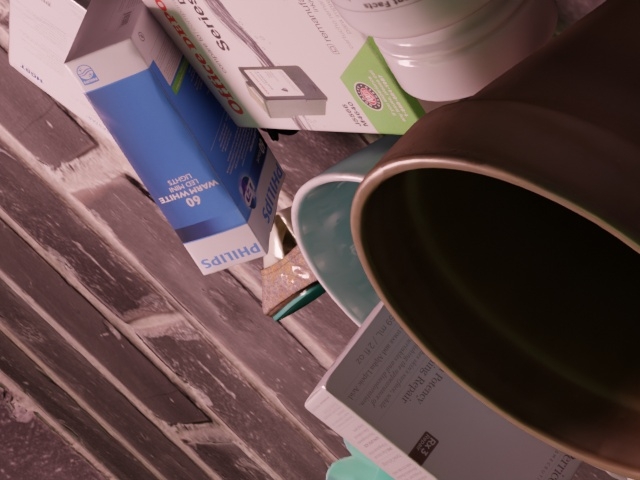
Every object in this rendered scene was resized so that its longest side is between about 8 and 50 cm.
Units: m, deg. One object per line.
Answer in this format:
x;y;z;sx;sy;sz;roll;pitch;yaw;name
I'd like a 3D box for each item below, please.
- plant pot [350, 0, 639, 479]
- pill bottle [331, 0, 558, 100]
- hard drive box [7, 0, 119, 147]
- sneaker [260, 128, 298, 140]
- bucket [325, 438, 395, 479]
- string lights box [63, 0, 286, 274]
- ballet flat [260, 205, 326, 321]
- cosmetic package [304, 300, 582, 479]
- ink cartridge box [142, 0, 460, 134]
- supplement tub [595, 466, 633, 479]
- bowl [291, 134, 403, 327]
0.231;-0.035;1.124;0.323;0.280;0.323;32;155;17;plant pot
0.056;-0.247;1.148;0.160;0.160;0.283;12;145;45;pill bottle
-0.231;-0.215;1.689;0.181;0.089;0.232;37;155;4;hard drive box
-0.057;-0.132;1.622;0.075;0.063;0.170;50;150;-14;sneaker
0.140;0.197;1.678;0.183;0.281;0.281;23;153;12;bucket
-0.130;-0.110;1.523;0.076;0.133;0.260;-18;123;21;string lights box
0.000;0.000;1.757;0.106;0.107;0.316;60;150;2;ballet flat
0.112;0.169;1.451;0.231;0.117;0.085;37;158;1;cosmetic package
-0.014;-0.199;1.381;0.273;0.115;0.198;6;140;52;ink cartridge box
0.380;0.140;1.282;0.316;0.228;0.228;18;149;39;supplement tub
0.144;0.000;1.449;0.311;0.163;0.311;31;154;17;bowl
